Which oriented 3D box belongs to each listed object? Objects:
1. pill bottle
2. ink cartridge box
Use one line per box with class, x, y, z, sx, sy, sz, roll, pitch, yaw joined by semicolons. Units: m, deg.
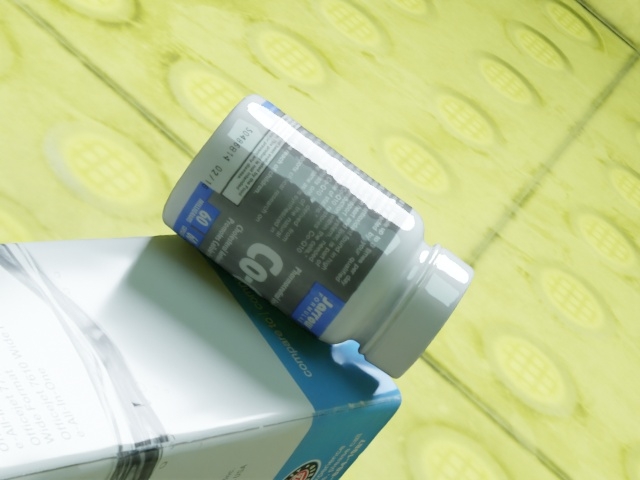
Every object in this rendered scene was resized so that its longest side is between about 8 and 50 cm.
pill bottle;0.000;0.000;0.692;0.137;0.078;0.078;36;30;1
ink cartridge box;-0.146;0.117;0.675;0.307;0.223;0.129;-4;49;-50
